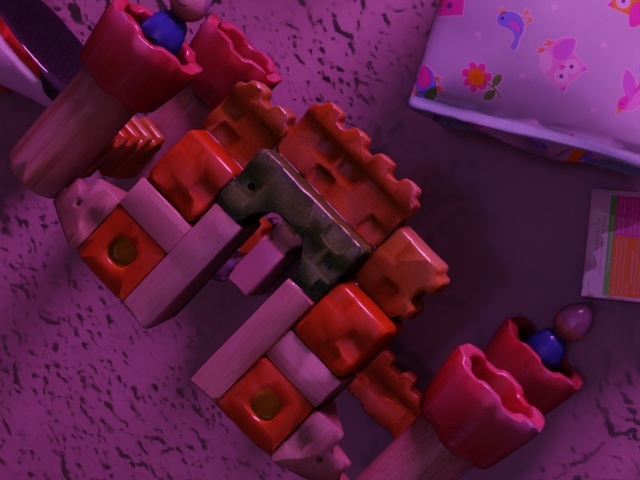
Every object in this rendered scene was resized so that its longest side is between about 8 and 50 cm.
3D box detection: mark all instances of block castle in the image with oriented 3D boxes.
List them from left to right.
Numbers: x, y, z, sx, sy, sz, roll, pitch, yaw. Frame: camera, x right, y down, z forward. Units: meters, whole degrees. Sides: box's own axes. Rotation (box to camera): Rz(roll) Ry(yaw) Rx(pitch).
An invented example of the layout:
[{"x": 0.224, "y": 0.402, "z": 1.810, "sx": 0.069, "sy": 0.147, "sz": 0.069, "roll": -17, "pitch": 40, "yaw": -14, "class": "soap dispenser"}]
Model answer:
[{"x": 0.000, "y": 0.000, "z": 1.292, "sx": 0.453, "sy": 0.303, "sz": 0.213, "roll": 46, "pitch": 104, "yaw": 9, "class": "block castle"}]

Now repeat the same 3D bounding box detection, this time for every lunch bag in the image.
[{"x": 0.232, "y": -0.170, "z": 1.319, "sx": 0.262, "sy": 0.160, "sz": 0.223, "roll": 15, "pitch": 91, "yaw": 17, "class": "lunch bag"}]

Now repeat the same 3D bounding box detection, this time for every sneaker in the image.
[{"x": -0.332, "y": -0.178, "z": 1.477, "sx": 0.270, "sy": 0.090, "sz": 0.145, "roll": 43, "pitch": 117, "yaw": -4, "class": "sneaker"}]

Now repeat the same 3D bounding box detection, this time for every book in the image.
[{"x": 0.297, "y": 0.008, "z": 1.365, "sx": 0.144, "sy": 0.035, "sz": 0.096, "roll": 6, "pitch": 87, "yaw": 11, "class": "book"}]
